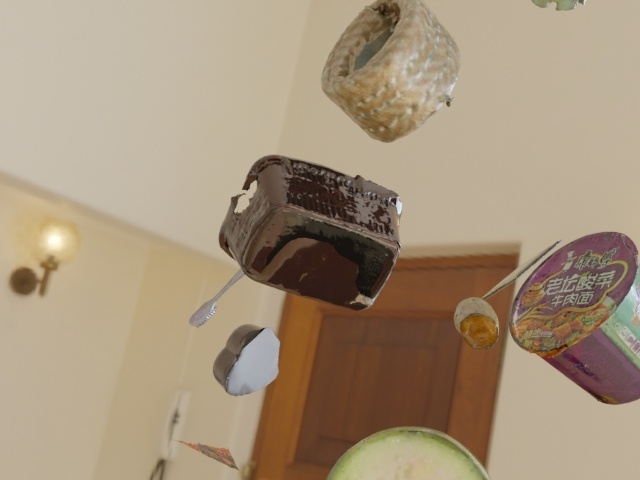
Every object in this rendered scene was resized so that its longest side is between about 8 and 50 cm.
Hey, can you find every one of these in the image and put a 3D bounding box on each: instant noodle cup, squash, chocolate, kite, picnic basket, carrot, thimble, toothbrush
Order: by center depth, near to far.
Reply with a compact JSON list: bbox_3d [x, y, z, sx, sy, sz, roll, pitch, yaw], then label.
[{"bbox_3d":[0.144,0.417,1.461,0.263,0.263,0.384,9,-10,11],"label":"squash"},{"bbox_3d":[0.114,-0.276,1.513,0.196,0.229,0.148,-28,-57,30],"label":"thimble"},{"bbox_3d":[0.000,0.000,1.543,0.296,0.222,0.129,18,25,-23],"label":"picnic basket"},{"bbox_3d":[0.466,0.139,1.565,0.190,0.251,0.251,43,-26,-20],"label":"instant noodle cup"},{"bbox_3d":[-0.108,0.030,1.723,0.024,0.354,0.029,45,1,26],"label":"toothbrush"},{"bbox_3d":[0.288,0.152,1.764,0.082,0.082,0.173,10,8,7],"label":"carrot"},{"bbox_3d":[-0.139,0.221,1.827,0.080,0.149,0.125,28,1,42],"label":"chocolate"},{"bbox_3d":[-0.218,0.464,2.043,0.125,0.008,0.222,25,-3,33],"label":"kite"}]

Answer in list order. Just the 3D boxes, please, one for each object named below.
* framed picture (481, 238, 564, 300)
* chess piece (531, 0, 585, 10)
[{"bbox_3d":[0.479,0.075,2.294,0.010,0.195,0.199,52,-30,5],"label":"framed picture"},{"bbox_3d":[0.456,-0.573,1.739,0.194,0.195,0.299,9,-36,10],"label":"chess piece"}]
